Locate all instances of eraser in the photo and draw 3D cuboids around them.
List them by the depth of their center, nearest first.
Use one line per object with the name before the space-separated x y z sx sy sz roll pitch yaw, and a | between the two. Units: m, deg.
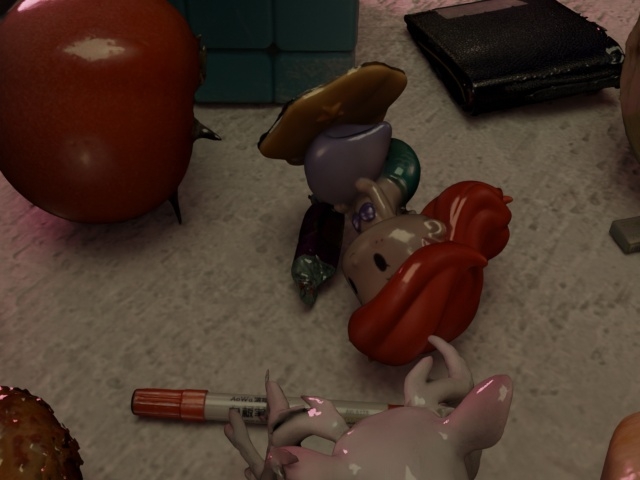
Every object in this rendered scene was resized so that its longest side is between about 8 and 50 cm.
eraser | 0.359 -0.011 0.907 0.083 0.019 0.038 -11 43 -12

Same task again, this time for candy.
candy | 0.000 0.000 0.877 0.045 0.043 0.175 32 41 -19

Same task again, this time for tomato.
tomato | -0.232 -0.145 0.884 0.225 0.255 0.255 1 41 -22

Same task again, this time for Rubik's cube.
Rubik's cube | -0.109 -0.390 1.090 0.316 0.321 0.318 1 45 -1

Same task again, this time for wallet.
wallet | 0.257 -0.262 1.149 0.221 0.071 0.262 -14 42 -8

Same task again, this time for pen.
pen | -0.044 0.148 0.732 0.239 0.028 0.028 3 44 2

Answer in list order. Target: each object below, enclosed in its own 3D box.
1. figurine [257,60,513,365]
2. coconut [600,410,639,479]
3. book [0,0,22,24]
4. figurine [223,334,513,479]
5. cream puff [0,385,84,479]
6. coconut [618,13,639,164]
figurine | 0.078 -0.021 0.799 0.181 0.208 0.257 -31 75 19
coconut | 0.309 0.231 0.426 0.416 0.415 0.344 -10 62 -10
book | -0.396 -0.374 1.120 0.261 0.043 0.370 -4 68 18
figurine | 0.037 0.208 0.543 0.207 0.284 0.315 1 70 -5
cream puff | -0.279 0.205 0.576 0.240 0.164 0.240 10 43 -9
coconut | 0.456 -0.176 0.895 0.255 0.297 0.297 -4 44 -7
